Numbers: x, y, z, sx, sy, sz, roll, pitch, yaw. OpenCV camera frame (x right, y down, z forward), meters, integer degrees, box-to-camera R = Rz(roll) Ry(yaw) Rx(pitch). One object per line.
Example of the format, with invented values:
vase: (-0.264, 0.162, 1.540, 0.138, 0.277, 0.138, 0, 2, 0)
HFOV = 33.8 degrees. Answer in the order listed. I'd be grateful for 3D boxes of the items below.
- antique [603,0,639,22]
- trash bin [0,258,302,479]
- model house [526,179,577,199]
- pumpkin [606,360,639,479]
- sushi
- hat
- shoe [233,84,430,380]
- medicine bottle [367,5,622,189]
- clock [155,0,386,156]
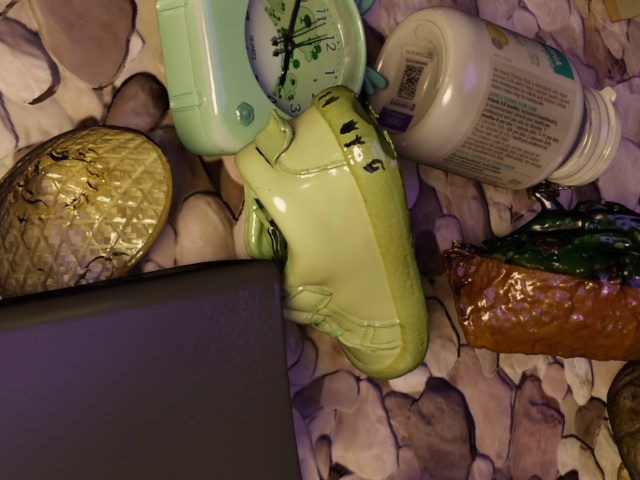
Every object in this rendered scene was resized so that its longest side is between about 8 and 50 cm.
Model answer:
antique: (0.372, -0.338, 1.152, 0.147, 0.148, 0.152, -32, 106, -37)
trash bin: (-0.141, 0.107, 0.687, 0.226, 0.115, 0.165, -7, 93, -37)
model house: (0.233, -0.085, 1.062, 0.058, 0.057, 0.083, 27, 58, -77)
pumpkin: (0.378, 0.214, 1.089, 0.219, 0.162, 0.219, 38, 36, -34)
sushi: (0.220, 0.031, 0.984, 0.287, 0.149, 0.140, 7, 110, -17)
hat: (-0.178, -0.031, 0.709, 0.146, 0.067, 0.146, -28, 143, -24)
shoe: (0.007, -0.002, 0.795, 0.262, 0.128, 0.140, 83, -3, -46)
medicine bottle: (0.162, -0.116, 0.940, 0.215, 0.135, 0.135, 13, 76, -31)
clock: (-0.028, -0.152, 0.836, 0.211, 0.066, 0.159, -10, 97, -44)
